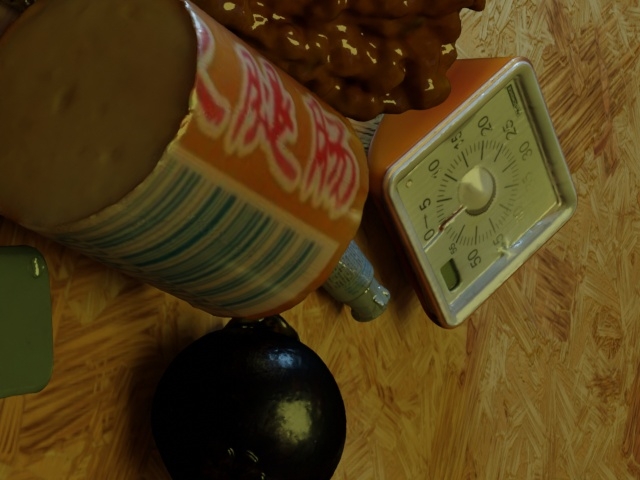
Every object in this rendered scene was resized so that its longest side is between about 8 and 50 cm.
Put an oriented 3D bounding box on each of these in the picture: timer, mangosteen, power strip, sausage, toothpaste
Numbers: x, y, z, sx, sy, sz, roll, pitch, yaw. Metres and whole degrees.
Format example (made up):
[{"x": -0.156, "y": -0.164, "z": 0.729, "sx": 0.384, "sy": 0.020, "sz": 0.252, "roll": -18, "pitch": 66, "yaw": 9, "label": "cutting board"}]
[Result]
[{"x": 0.164, "y": -0.060, "z": 1.835, "sx": 0.250, "sy": 0.161, "sz": 0.257, "roll": -53, "pitch": 134, "yaw": -31, "label": "timer"}, {"x": -0.067, "y": 0.160, "z": 1.462, "sx": 0.230, "sy": 0.194, "sz": 0.194, "roll": -87, "pitch": 160, "yaw": -59, "label": "mangosteen"}, {"x": -0.311, "y": 0.101, "z": 1.163, "sx": 0.265, "sy": 0.059, "sz": 0.193, "roll": -1, "pitch": 88, "yaw": -58, "label": "power strip"}, {"x": -0.122, "y": -0.072, "z": 1.303, "sx": 0.287, "sy": 0.233, "sz": 0.233, "roll": 30, "pitch": 66, "yaw": -53, "label": "sausage"}, {"x": 0.000, "y": 0.000, "z": 1.672, "sx": 0.234, "sy": 0.057, "sz": 0.089, "roll": 52, "pitch": 47, "yaw": -36, "label": "toothpaste"}]

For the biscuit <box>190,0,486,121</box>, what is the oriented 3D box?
[{"x": 0.033, "y": -0.265, "z": 1.456, "sx": 0.318, "sy": 0.312, "sz": 0.110, "roll": 17, "pitch": 31, "yaw": -26, "label": "biscuit"}]

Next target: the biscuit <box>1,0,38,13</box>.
[{"x": -0.232, "y": -0.303, "z": 1.313, "sx": 0.131, "sy": 0.025, "sz": 0.231, "roll": 27, "pitch": 68, "yaw": -56, "label": "biscuit"}]
